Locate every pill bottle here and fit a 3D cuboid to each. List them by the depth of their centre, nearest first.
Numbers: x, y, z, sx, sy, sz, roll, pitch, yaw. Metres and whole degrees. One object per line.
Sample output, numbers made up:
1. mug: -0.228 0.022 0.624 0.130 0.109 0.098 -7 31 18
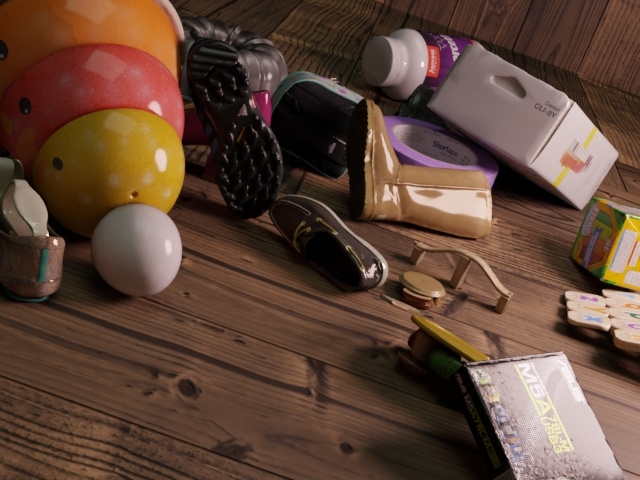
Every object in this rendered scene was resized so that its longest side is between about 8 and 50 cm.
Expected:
1. pill bottle: 0.271 -0.444 2.486 0.322 0.182 0.181 0 31 -36

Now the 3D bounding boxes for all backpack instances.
1. backpack: -0.011 -0.233 1.843 0.188 0.166 0.144 23 23 -24

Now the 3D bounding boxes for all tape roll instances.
1. tape roll: 0.220 -0.157 1.971 0.274 0.090 0.275 17 24 -8

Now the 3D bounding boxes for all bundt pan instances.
1. bundt pan: -0.217 -0.390 2.089 0.330 0.124 0.331 16 24 -7

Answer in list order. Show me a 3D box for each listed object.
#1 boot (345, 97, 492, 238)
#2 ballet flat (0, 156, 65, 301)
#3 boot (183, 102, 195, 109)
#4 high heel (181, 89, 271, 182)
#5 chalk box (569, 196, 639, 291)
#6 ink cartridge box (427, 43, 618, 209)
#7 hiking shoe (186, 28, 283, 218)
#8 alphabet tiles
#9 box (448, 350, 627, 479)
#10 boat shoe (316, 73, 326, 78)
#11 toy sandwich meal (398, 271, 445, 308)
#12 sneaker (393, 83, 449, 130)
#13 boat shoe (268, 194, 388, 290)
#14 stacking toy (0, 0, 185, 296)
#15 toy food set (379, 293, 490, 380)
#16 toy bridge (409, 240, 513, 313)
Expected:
1. boot: 0.182 -0.128 1.776 0.269 0.236 0.089 5 -8 -24
2. ballet flat: -0.408 -0.045 1.258 0.107 0.106 0.316 -5 34 -41
3. boot: -0.205 -0.243 1.861 0.197 0.073 0.152 16 23 -37
4. high heel: -0.273 -0.231 1.647 0.377 0.181 0.127 17 25 -6
5. chalk box: 0.567 0.003 1.824 0.132 0.133 0.213 14 11 -10
6. ink cartridge box: 0.436 -0.234 2.054 0.279 0.160 0.384 37 7 31
7. hiking shoe: -0.136 -0.184 1.542 0.113 0.304 0.132 -16 26 -8
8. alphabet tiles: 0.550 0.138 1.615 0.277 0.021 0.284 9 15 9
9. box: 0.266 0.233 1.177 0.184 0.045 0.191 -1 57 -34
10. boat shoe: 0.007 -0.331 2.236 0.056 0.048 0.153 20 28 -29
11. toy sandwich meal: 0.157 0.078 1.517 0.085 0.029 0.085 16 20 -6
12. sneaker: 0.235 -0.268 2.221 0.130 0.109 0.286 31 32 3
13. boat shoe: 0.000 0.000 1.495 0.227 0.081 0.068 35 25 25
14. stacking toy: -0.298 -0.125 1.344 0.350 0.351 0.480 1 45 -35
15. toy food set: 0.168 0.165 1.313 0.217 0.071 0.128 34 4 24
16. toy bridge: 0.233 0.047 1.592 0.188 0.063 0.026 31 27 21
